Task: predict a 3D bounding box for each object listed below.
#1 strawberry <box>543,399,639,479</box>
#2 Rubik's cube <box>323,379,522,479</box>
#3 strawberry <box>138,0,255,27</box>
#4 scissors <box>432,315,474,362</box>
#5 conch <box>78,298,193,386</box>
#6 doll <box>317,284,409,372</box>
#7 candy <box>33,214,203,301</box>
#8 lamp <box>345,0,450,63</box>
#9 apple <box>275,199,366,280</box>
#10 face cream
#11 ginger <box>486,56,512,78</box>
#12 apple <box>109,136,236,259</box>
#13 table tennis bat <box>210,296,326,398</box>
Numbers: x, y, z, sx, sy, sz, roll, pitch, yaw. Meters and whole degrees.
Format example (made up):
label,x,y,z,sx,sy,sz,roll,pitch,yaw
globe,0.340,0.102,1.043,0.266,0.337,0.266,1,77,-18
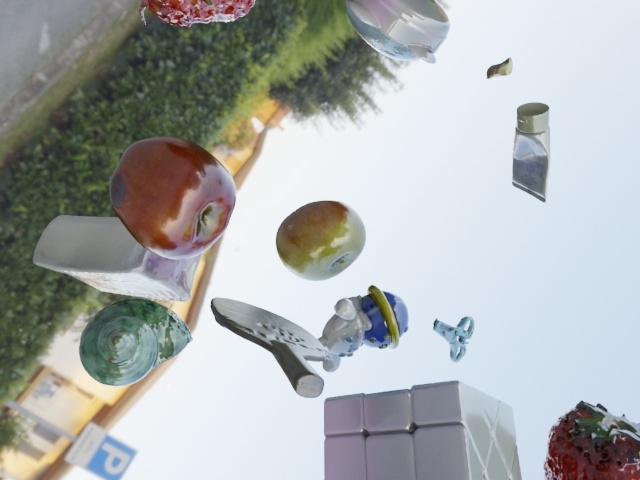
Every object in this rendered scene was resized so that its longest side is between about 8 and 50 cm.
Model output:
label,x,y,z,sx,sy,sz,roll,pitch,yaw
strawberry,0.592,0.514,1.205,0.238,0.250,0.289,24,-73,45
Rubik's cube,0.216,0.486,1.158,0.315,0.322,0.319,-18,-121,32
strawberry,-0.247,-0.497,1.007,0.292,0.292,0.343,-57,-158,-19
scissors,0.472,0.331,1.989,0.032,0.393,0.180,16,-99,34
conch,-0.320,0.172,0.971,0.188,0.175,0.122,-79,-179,-71
doll,0.096,0.181,1.364,0.242,0.311,0.160,-13,-121,-1
candy,-0.475,0.038,1.331,0.358,0.208,0.145,3,-111,31
lamp,0.119,-0.374,0.915,0.108,0.179,0.246,-44,-156,39
apple,0.000,0.000,1.599,0.261,0.260,0.194,-44,-118,20
face cream,0.488,-0.203,1.302,0.070,0.224,0.114,-25,-143,-14
ginger,0.536,-0.510,1.682,0.137,0.044,0.058,-163,-94,-74
apple,-0.277,-0.083,1.049,0.230,0.230,0.230,-44,-162,19
table tennis bat,-0.046,0.101,0.568,0.022,0.131,0.234,-67,-160,1
